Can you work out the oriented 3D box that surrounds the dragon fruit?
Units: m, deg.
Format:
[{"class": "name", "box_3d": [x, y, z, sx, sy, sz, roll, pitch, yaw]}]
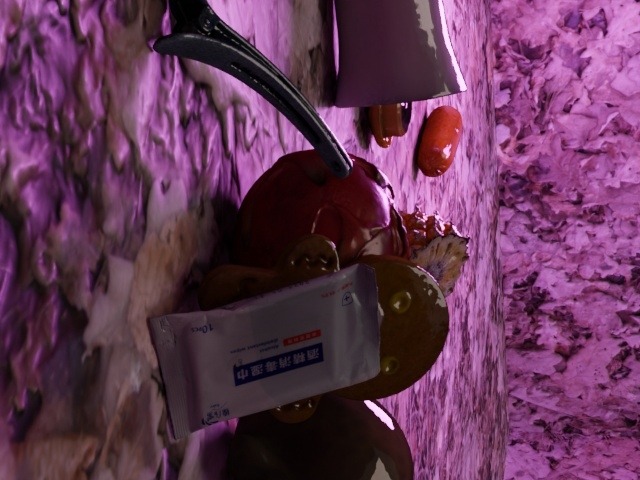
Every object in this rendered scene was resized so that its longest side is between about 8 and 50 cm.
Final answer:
[{"class": "dragon fruit", "box_3d": [0.000, 0.000, 1.082, 0.209, 0.172, 0.172, -86, 167, -44]}]

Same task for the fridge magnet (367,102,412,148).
[{"class": "fridge magnet", "box_3d": [0.102, -0.207, 1.668, 0.143, 0.063, 0.143, 3, 90, -78]}]

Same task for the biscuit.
[{"class": "biscuit", "box_3d": [0.004, 0.079, 0.997, 0.039, 0.236, 0.179, -132, -136, -62]}]

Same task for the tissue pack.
[{"class": "tissue pack", "box_3d": [-0.040, 0.091, 0.946, 0.026, 0.193, 0.122, -127, -153, -57]}]

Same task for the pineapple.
[{"class": "pineapple", "box_3d": [0.124, 0.014, 1.694, 0.161, 0.137, 0.176, -40, 143, -8]}]

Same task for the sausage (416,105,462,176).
[{"class": "sausage", "box_3d": [0.224, -0.187, 2.120, 0.197, 0.076, 0.076, -67, 154, -52]}]

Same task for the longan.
[{"class": "longan", "box_3d": [-0.006, 0.214, 1.076, 0.204, 0.185, 0.159, 17, 105, -42]}]

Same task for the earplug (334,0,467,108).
[{"class": "earplug", "box_3d": [0.084, -0.329, 1.431, 0.172, 0.172, 0.301, -43, 127, -70]}]

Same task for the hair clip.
[{"class": "hair clip", "box_3d": [-0.045, -0.129, 0.962, 0.229, 0.039, 0.070, 35, 50, -34]}]
